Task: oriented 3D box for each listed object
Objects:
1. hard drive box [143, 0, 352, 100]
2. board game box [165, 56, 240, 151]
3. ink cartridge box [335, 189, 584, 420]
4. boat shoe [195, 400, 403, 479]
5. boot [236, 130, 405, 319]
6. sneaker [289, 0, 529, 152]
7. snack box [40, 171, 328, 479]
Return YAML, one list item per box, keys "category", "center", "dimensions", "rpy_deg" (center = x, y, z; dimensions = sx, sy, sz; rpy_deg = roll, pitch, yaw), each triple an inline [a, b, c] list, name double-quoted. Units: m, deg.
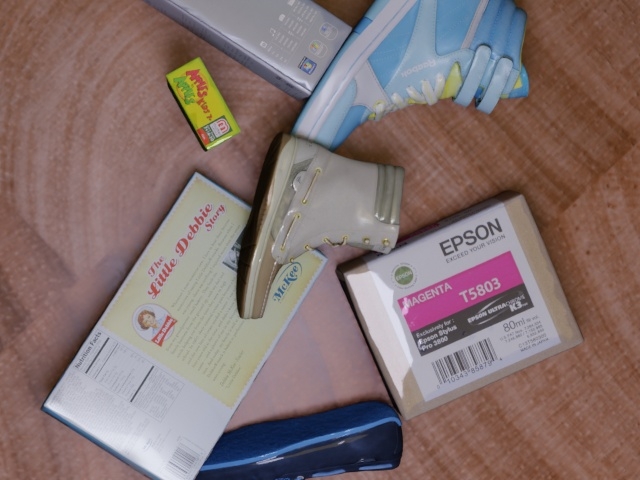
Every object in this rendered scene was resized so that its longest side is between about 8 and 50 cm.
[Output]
- category: "hard drive box"
  center: [-0.091, -0.256, 1.749]
  dimensions: [0.232, 0.181, 0.089]
  rpy_deg: [32, 89, -6]
- category: "board game box"
  center: [-0.132, -0.149, 1.749]
  dimensions: [0.043, 0.181, 0.092]
  rpy_deg: [-29, 95, -3]
- category: "ink cartridge box"
  center: [0.162, 0.075, 1.834]
  dimensions: [0.234, 0.088, 0.193]
  rpy_deg: [-24, 96, -3]
- category: "boat shoe"
  center: [-0.029, 0.262, 1.813]
  dimensions: [0.258, 0.109, 0.089]
  rpy_deg: [-10, 110, 4]
- category: "boot"
  center: [0.000, 0.000, 1.754]
  dimensions: [0.165, 0.077, 0.213]
  rpy_deg: [14, 93, -16]
- category: "sneaker"
  center: [0.117, -0.177, 1.800]
  dimensions: [0.208, 0.127, 0.319]
  rpy_deg: [37, 90, -4]
- category: "snack box"
  center: [-0.152, 0.104, 1.781]
  dimensions: [0.187, 0.060, 0.322]
  rpy_deg: [34, 74, -6]
